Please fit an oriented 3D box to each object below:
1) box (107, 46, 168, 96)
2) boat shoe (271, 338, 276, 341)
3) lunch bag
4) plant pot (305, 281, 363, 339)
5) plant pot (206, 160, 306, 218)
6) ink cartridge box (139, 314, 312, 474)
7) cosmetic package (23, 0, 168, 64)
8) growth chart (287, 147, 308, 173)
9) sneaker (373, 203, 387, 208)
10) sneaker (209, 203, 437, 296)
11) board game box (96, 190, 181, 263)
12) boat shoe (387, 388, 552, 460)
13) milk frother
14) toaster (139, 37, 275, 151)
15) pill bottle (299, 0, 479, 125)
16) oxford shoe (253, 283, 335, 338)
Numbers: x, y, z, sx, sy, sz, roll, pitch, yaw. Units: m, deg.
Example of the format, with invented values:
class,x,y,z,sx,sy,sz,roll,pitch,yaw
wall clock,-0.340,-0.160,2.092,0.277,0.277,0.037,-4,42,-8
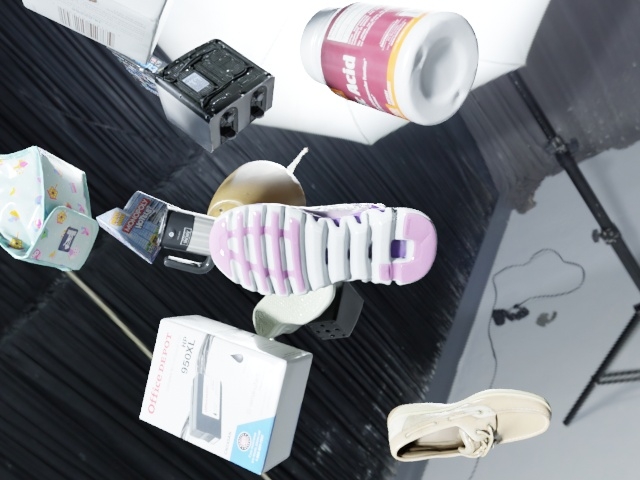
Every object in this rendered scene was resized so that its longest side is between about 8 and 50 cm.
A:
class,x,y,z,sx,sy,sz,roll,pitch,yaw
box,-0.592,-0.593,1.881,0.073,0.295,0.293,-57,-10,-4
boat shoe,-0.223,0.484,1.901,0.113,0.127,0.340,-12,-56,-58
lunch bag,-0.656,-0.062,1.224,0.160,0.263,0.223,-15,-11,1
plant pot,0.033,0.264,1.904,0.188,0.187,0.167,-12,48,27
plant pot,-0.180,-0.065,1.262,0.237,0.237,0.254,-35,5,18
ink cartridge box,-0.254,0.388,1.353,0.394,0.166,0.286,13,90,24
cosmetic package,-0.493,-0.716,1.230,0.327,0.329,0.394,1,71,67
growth chart,-0.128,-0.221,1.828,0.237,0.021,0.172,-61,15,-25
sneaker,0.245,-0.055,1.806,0.169,0.108,0.293,-21,-28,-13
sneaker,0.000,0.000,0.558,0.236,0.095,0.104,0,15,-8
board game box,-0.544,-0.058,1.513,0.060,0.194,0.194,118,175,-63
boat shoe,0.313,0.400,1.061,0.340,0.122,0.110,-12,22,9
milk frother,-0.264,-0.017,1.052,0.143,0.134,0.129,-106,36,-51
toaster,-0.203,-0.278,0.959,0.168,0.185,0.110,-44,-18,-26
pill bottle,0.134,-0.413,1.153,0.224,0.224,0.392,-45,43,-10
oxford shoe,-0.068,0.185,1.542,0.130,0.169,0.449,-4,-22,-32
